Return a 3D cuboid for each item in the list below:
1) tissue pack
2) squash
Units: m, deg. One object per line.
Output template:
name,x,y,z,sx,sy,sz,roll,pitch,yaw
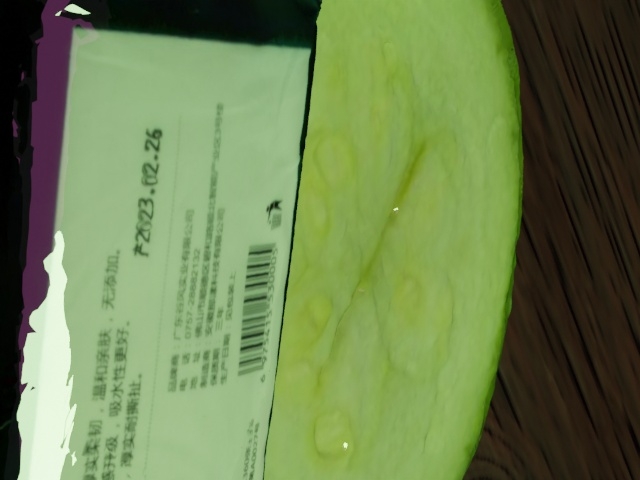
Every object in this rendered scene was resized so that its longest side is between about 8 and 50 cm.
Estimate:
tissue pack,-0.062,0.023,0.386,0.103,0.090,0.170,-2,100,-57
squash,0.004,0.001,0.549,0.219,0.041,0.219,-29,125,-54
